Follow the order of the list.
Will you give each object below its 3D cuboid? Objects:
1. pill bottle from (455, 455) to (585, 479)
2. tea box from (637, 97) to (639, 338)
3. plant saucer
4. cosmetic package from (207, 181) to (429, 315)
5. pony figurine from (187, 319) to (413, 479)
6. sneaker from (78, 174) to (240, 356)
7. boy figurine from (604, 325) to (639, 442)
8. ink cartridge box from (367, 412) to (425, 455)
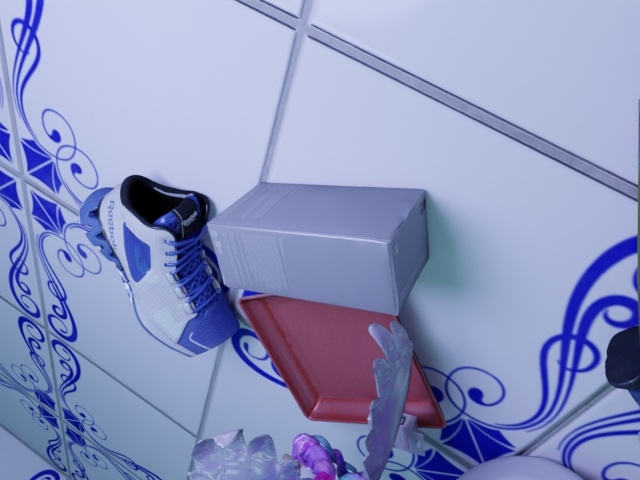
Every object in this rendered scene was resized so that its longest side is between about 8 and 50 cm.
[{"bbox_3d":[0.327,0.525,0.662,0.228,0.229,0.408,-12,113,37],"label":"pill bottle"},{"bbox_3d":[0.362,0.041,0.248,0.328,0.323,0.220,-1,119,33],"label":"tea box"},{"bbox_3d":[0.033,0.166,0.722,0.258,0.048,0.259,-13,113,36],"label":"plant saucer"},{"bbox_3d":[0.000,0.000,0.578,0.237,0.127,0.107,10,124,28],"label":"cosmetic package"},{"bbox_3d":[0.038,0.321,0.559,0.363,0.302,0.351,44,144,43],"label":"pony figurine"},{"bbox_3d":[-0.225,0.029,0.733,0.182,0.127,0.316,-26,103,42],"label":"sneaker"},{"bbox_3d":[0.428,0.200,0.474,0.285,0.092,0.177,43,132,-2],"label":"boy figurine"},{"bbox_3d":[0.113,0.274,0.694,0.083,0.028,0.048,7,123,29],"label":"ink cartridge box"}]
